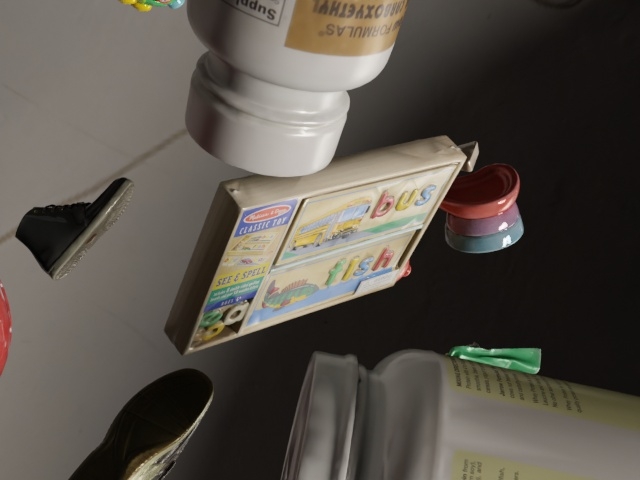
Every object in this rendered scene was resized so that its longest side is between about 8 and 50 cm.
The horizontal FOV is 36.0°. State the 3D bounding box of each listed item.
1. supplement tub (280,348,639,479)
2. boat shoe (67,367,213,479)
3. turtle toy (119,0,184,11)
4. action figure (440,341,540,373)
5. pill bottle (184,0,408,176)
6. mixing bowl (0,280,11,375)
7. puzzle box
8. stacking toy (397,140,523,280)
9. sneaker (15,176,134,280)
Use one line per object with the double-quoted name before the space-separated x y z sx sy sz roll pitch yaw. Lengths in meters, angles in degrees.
"supplement tub" 0.133 0.211 0.732 0.324 0.235 0.235 12 85 -2
"boat shoe" -0.205 0.242 1.119 0.080 0.073 0.223 31 65 23
"turtle toy" -0.161 -0.274 0.986 0.066 0.130 0.095 20 98 5
"action figure" 0.249 0.213 1.588 0.232 0.063 0.137 17 98 -41
"pill bottle" -0.010 -0.160 0.591 0.131 0.131 0.229 15 122 -5
"mixing bowl" -0.279 0.057 0.677 0.098 0.181 0.181 -17 87 -46
"puzzle box" 0.000 0.000 1.337 0.409 0.272 0.052 -16 54 -40
"stacking toy" 0.187 -0.042 1.699 0.308 0.279 0.130 -12 117 3
"sneaker" -0.430 -0.048 1.707 0.118 0.083 0.222 43 93 6
